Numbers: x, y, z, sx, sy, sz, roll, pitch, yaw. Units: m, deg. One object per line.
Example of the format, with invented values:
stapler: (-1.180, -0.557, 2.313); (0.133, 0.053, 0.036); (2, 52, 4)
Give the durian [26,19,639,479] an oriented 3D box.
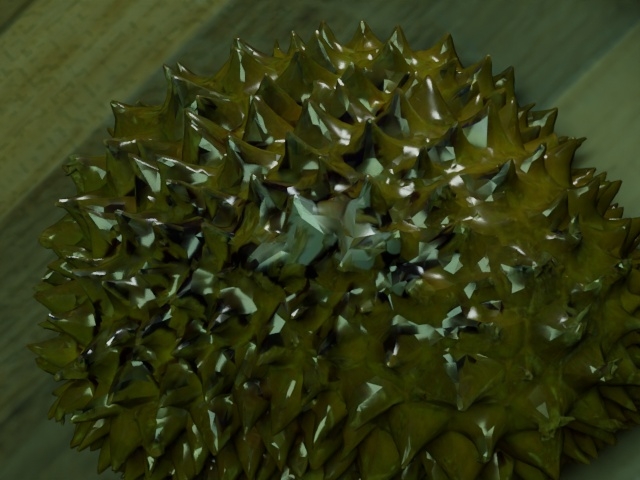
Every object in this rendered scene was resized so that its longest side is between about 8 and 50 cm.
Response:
durian: (-0.004, 0.004, 0.649); (0.250, 0.138, 0.183); (-4, 85, 21)
